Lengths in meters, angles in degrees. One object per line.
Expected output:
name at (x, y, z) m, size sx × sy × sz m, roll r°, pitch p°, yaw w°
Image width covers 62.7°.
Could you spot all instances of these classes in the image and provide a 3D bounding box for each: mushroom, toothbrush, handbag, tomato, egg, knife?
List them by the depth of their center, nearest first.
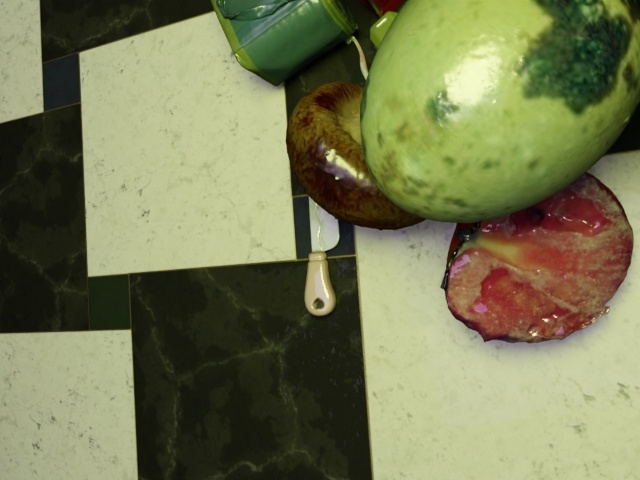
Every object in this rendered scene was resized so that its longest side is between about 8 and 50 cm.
egg at (0.240, -0.213, 0.739) m, size 0.428 × 0.345 × 0.345 m, roll -39°, pitch 73°, yaw -7°
tomato at (0.373, 0.027, 0.954) m, size 0.290 × 0.176 × 0.335 m, roll 22°, pitch 96°, yaw 1°
mushroom at (0.130, -0.192, 0.983) m, size 0.356 × 0.334 × 0.331 m, roll -32°, pitch 87°, yaw 46°
handbag at (-0.082, -0.503, 1.133) m, size 0.241 × 0.222 × 0.263 m, roll -26°, pitch 75°, yaw 20°
toothbrush at (0.106, -0.366, 1.157) m, size 0.027 × 0.021 × 0.269 m, roll -33°, pitch 75°, yaw 32°
knife at (0.003, 0.000, 1.179) m, size 0.081 × 0.043 × 0.336 m, roll -2°, pitch 85°, yaw 17°

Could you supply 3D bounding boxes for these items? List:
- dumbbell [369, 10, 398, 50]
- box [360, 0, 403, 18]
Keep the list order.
dumbbell at (0.237, -0.482, 1.058) m, size 0.302 × 0.108 × 0.121 m, roll -38°, pitch 75°, yaw 17°
box at (0.120, -0.577, 1.000) m, size 0.197 × 0.313 × 0.089 m, roll -47°, pitch 72°, yaw 15°
